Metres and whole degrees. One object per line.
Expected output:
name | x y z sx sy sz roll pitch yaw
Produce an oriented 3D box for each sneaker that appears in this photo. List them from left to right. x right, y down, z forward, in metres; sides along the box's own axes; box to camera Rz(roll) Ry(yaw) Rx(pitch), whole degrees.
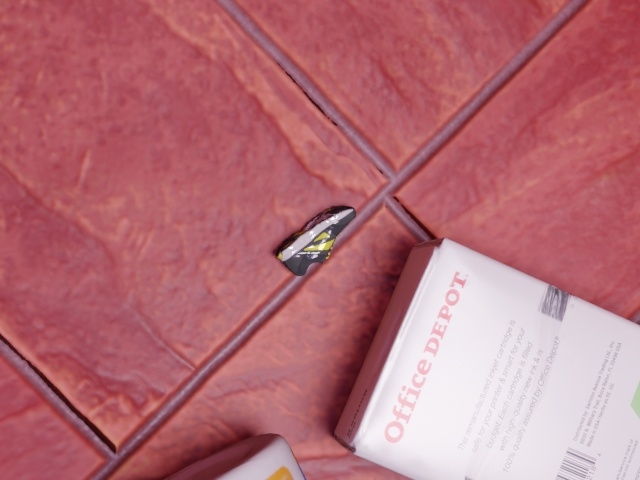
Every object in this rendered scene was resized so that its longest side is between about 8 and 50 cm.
sneaker | 0.000 0.000 1.120 0.083 0.031 0.035 -35 107 -4

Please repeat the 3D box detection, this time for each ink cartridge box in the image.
ink cartridge box | 0.176 0.141 1.095 0.272 0.115 0.198 24 84 -7

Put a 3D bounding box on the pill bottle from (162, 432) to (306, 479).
pill bottle | -0.039 0.314 1.038 0.152 0.152 0.272 -26 92 -9
